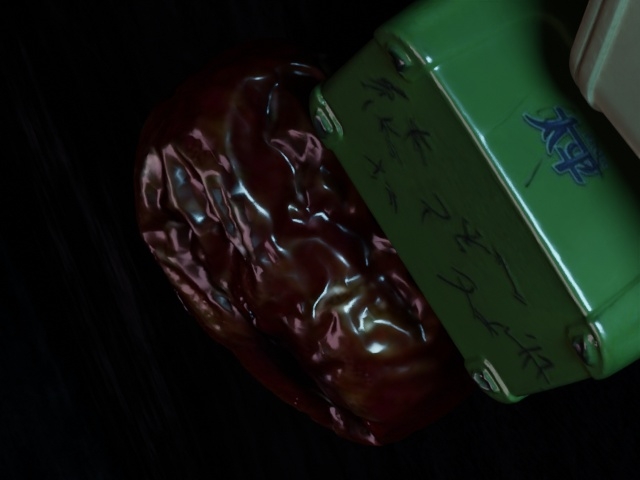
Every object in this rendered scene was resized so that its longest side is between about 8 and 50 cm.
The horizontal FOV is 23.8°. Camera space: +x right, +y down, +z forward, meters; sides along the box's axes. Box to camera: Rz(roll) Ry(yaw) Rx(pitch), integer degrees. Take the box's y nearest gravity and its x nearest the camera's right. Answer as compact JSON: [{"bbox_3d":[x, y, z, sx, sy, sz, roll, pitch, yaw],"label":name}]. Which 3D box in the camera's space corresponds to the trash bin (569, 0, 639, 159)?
[{"bbox_3d":[0.267,-0.080,0.848,0.247,0.121,0.243,58,159,26],"label":"trash bin"}]

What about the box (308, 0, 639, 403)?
[{"bbox_3d":[0.146,-0.047,1.105,0.329,0.177,0.253,59,159,2],"label":"box"}]

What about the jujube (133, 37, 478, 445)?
[{"bbox_3d":[-0.001,-0.001,1.371,0.377,0.276,0.276,59,158,-7],"label":"jujube"}]
